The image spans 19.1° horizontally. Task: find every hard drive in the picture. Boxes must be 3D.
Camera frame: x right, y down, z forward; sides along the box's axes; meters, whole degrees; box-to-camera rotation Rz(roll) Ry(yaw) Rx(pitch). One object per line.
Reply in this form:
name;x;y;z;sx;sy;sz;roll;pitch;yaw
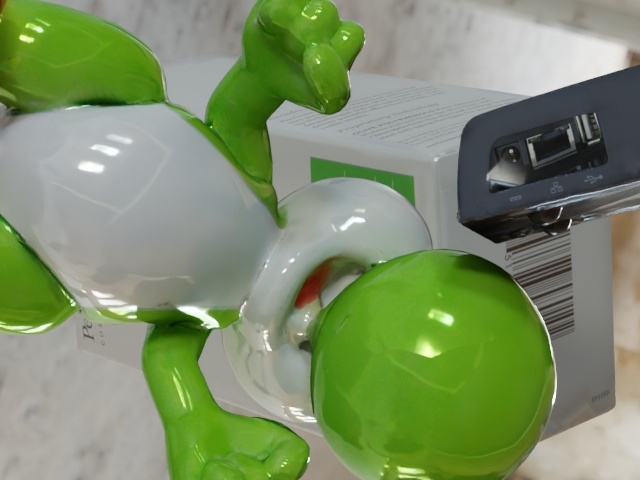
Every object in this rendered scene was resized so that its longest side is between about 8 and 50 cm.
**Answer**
hard drive;0.187;-0.053;0.831;0.172;0.255;0.054;15;62;-79

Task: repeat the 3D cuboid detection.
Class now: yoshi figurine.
yoshi figurine;-0.036;0.011;0.821;0.203;0.362;0.203;-44;-146;38

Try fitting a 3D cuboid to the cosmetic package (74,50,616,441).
cosmetic package;0.000;0.000;1.198;0.155;0.366;0.197;-18;109;-40
